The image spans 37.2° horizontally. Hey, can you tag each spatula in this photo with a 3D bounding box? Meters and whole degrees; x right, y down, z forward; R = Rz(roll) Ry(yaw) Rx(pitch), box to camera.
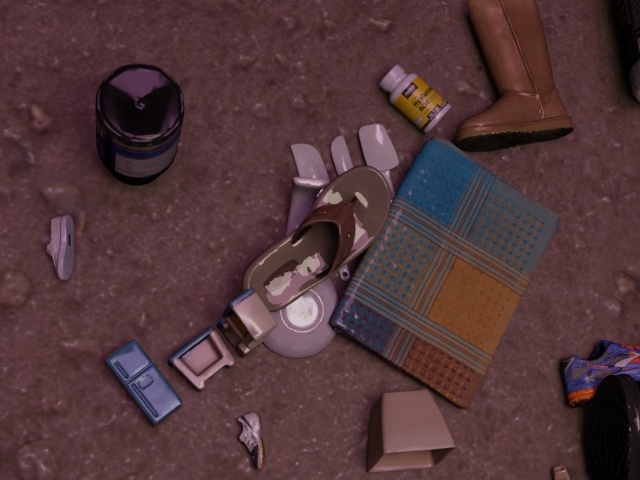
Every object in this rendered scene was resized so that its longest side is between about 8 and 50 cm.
[{"bbox_3d":[0.065,-0.065,1.547,0.168,0.019,0.242,-14,77,-17],"label":"spatula"}]

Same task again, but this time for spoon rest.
[{"bbox_3d":[-0.029,0.044,1.473,0.137,0.084,0.276,6,86,-10],"label":"spoon rest"}]

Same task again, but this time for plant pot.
[{"bbox_3d":[0.127,0.281,1.418,0.109,0.109,0.096,-1,62,-13],"label":"plant pot"}]

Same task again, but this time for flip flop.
[{"bbox_3d":[0.000,0.000,1.397,0.277,0.080,0.112,-40,94,-11],"label":"flip flop"}]

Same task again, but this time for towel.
[{"bbox_3d":[0.203,0.045,1.520,0.271,0.040,0.370,33,71,-10],"label":"towel"}]

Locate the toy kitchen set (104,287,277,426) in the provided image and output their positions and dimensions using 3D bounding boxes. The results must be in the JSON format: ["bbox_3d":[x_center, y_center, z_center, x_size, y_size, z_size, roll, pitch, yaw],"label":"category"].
[{"bbox_3d":[-0.186,0.146,1.349,0.207,0.166,0.122,-37,85,-20],"label":"toy kitchen set"}]

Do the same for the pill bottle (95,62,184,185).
[{"bbox_3d":[-0.267,-0.159,1.392,0.123,0.219,0.122,3,74,-12],"label":"pill bottle"}]

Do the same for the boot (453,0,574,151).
[{"bbox_3d":[0.301,-0.294,1.636,0.236,0.089,0.269,-8,76,-26],"label":"boot"}]

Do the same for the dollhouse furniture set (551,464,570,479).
[{"bbox_3d":[0.342,0.418,1.473,0.114,0.091,0.081,-16,120,5],"label":"dollhouse furniture set"}]

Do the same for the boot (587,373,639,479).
[{"bbox_3d":[0.558,0.361,1.454,0.260,0.131,0.348,-7,95,-13],"label":"boot"}]

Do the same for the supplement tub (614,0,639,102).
[{"bbox_3d":[0.626,-0.412,1.682,0.194,0.193,0.316,-2,75,-13],"label":"supplement tub"}]

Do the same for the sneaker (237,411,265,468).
[{"bbox_3d":[-0.103,0.297,1.400,0.037,0.032,0.083,-10,71,-1],"label":"sneaker"}]

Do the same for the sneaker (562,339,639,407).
[{"bbox_3d":[0.488,0.195,1.535,0.221,0.083,0.087,-16,73,-19],"label":"sneaker"}]

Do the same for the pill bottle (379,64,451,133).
[{"bbox_3d":[0.157,-0.239,1.594,0.116,0.065,0.065,42,70,2],"label":"pill bottle"}]

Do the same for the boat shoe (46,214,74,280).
[{"bbox_3d":[-0.390,0.011,1.417,0.035,0.035,0.100,-6,78,14],"label":"boat shoe"}]
